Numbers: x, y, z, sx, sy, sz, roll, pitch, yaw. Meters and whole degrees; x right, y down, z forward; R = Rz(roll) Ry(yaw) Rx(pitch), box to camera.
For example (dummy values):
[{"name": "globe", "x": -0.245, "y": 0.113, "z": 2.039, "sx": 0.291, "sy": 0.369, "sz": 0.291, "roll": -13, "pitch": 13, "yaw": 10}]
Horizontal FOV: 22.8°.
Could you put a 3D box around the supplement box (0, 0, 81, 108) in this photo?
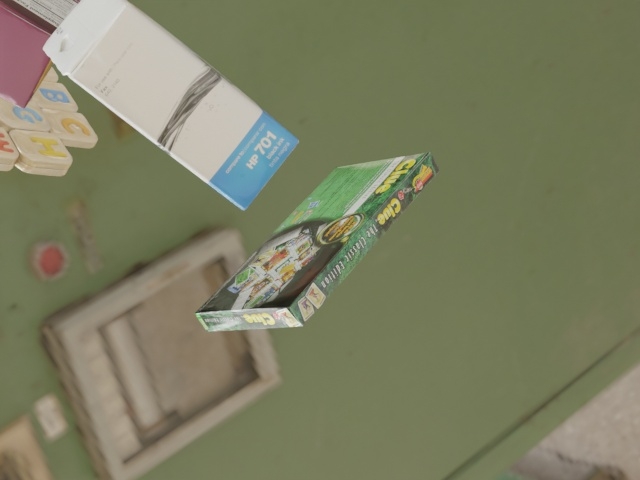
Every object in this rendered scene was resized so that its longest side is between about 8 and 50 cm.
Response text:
[{"name": "supplement box", "x": -0.278, "y": -0.234, "z": 1.580, "sx": 0.081, "sy": 0.188, "sz": 0.104, "roll": 30, "pitch": 131, "yaw": -9}]

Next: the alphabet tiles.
[{"name": "alphabet tiles", "x": -0.386, "y": -0.174, "z": 1.760, "sx": 0.021, "sy": 0.278, "sz": 0.284, "roll": -56, "pitch": 52, "yaw": 26}]

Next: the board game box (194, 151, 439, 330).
[{"name": "board game box", "x": 0.000, "y": 0.000, "z": 1.575, "sx": 0.136, "sy": 0.259, "sz": 0.030, "roll": -8, "pitch": 120, "yaw": 46}]

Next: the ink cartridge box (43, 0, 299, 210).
[{"name": "ink cartridge box", "x": -0.127, "y": -0.124, "z": 1.343, "sx": 0.191, "sy": 0.082, "sz": 0.139, "roll": 39, "pitch": -178, "yaw": -25}]
